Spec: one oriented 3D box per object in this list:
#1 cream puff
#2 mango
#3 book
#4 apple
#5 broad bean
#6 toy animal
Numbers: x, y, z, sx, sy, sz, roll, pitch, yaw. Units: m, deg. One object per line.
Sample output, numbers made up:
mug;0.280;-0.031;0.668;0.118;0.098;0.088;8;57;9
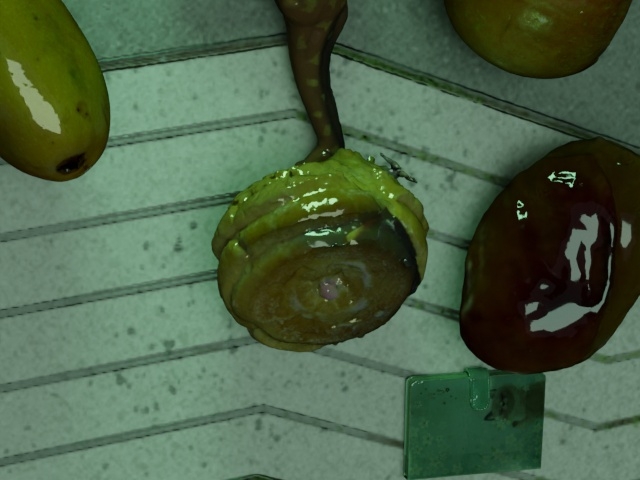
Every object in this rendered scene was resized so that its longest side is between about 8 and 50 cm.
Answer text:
cream puff;0.000;0.000;1.342;0.189;0.129;0.189;-11;140;-10
mango;-0.250;-0.159;1.242;0.113;0.138;0.253;-31;91;8
book;0.144;0.168;1.483;0.135;0.017;0.103;-2;103;-16
apple;0.184;-0.217;1.339;0.147;0.163;0.146;23;50;-9
broad bean;0.213;0.016;1.419;0.156;0.122;0.228;29;86;6
toy animal;-0.022;-0.185;1.339;0.230;0.066;0.224;31;96;-23
